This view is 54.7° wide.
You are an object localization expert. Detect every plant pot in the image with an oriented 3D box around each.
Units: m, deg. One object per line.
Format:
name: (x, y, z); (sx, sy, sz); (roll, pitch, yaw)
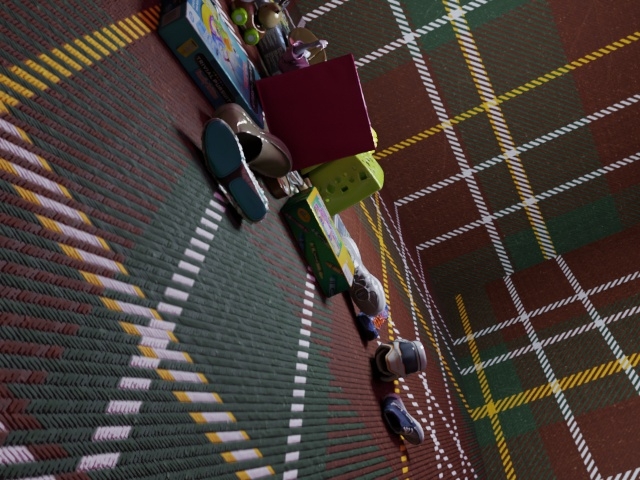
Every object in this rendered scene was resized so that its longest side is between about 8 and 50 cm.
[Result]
plant pot: (0.065, -0.236, 2.089); (0.207, 0.227, 0.228); (57, 16, -14)

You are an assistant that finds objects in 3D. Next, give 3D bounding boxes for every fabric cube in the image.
fabric cube: (-0.006, -0.340, 1.691); (0.259, 0.258, 0.254); (-78, 152, -78)

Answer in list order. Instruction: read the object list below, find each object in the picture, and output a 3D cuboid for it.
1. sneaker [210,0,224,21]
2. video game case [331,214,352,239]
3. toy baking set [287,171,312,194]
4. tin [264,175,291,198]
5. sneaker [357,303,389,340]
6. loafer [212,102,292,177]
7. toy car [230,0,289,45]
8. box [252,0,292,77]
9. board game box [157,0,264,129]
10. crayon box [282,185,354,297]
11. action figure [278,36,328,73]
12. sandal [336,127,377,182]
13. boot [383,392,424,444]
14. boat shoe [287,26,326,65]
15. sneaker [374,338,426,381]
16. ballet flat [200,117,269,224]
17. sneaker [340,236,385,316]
sneaker: (-0.311, -0.642, 1.661); (0.075, 0.063, 0.171); (-94, 161, -69)
video game case: (0.083, 0.007, 2.160); (0.173, 0.022, 0.190); (60, 15, -24)
toy baking set: (-0.046, -0.150, 1.913); (0.256, 0.030, 0.196); (70, 14, 14)
tin: (-0.133, -0.203, 1.668); (0.190, 0.040, 0.106); (67, 18, 1)
sneaker: (0.174, 0.244, 1.975); (0.083, 0.087, 0.221); (62, 14, -15)
loafer: (-0.159, -0.216, 1.481); (0.268, 0.101, 0.092); (36, 33, -47)
toy car: (-0.187, -0.761, 2.055); (0.149, 0.188, 0.155); (57, 16, -34)
box: (-0.155, -0.729, 2.317); (0.395, 0.097, 0.318); (68, 16, -2)
board game box: (-0.258, -0.450, 1.515); (0.336, 0.079, 0.254); (53, 19, -42)
crayon box: (0.000, 0.000, 1.736); (0.279, 0.081, 0.165); (63, 14, -12)
action figure: (-0.066, -0.523, 2.073); (0.370, 0.275, 0.248); (65, 5, 31)
sandal: (0.093, -0.304, 2.281); (0.126, 0.317, 0.138); (-15, 58, -44)
boot: (0.235, 0.539, 1.793); (0.190, 0.069, 0.086); (55, 23, -13)
boat shoe: (-0.023, -0.604, 2.258); (0.342, 0.123, 0.123); (58, -15, -4)
sneaker: (0.226, 0.372, 1.928); (0.321, 0.127, 0.126); (107, -30, -73)
ballet flat: (-0.189, -0.141, 1.308); (0.241, 0.091, 0.077); (66, -17, -17)
sneaker: (0.098, 0.116, 1.920); (0.281, 0.105, 0.115); (59, 23, 18)
